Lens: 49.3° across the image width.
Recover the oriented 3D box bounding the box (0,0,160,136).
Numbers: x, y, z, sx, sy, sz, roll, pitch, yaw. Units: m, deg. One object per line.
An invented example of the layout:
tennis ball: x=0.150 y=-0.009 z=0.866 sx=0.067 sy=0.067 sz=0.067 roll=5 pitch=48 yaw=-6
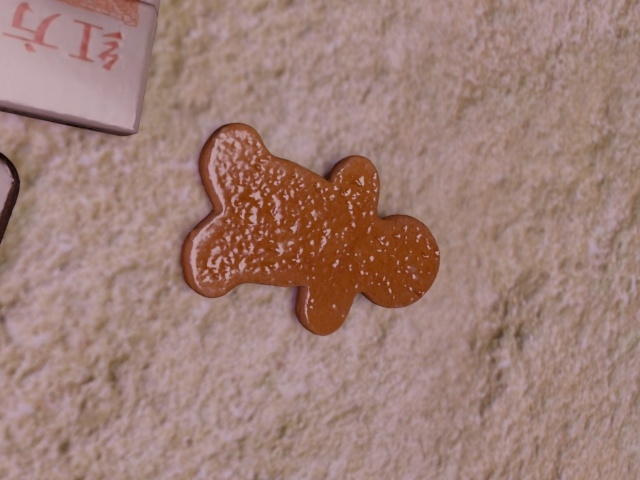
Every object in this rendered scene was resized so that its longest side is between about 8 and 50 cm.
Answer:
box: x=-0.199 y=-0.270 z=0.475 sx=0.204 sy=0.051 sz=0.366 roll=9 pitch=90 yaw=-31

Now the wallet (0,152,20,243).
wallet: x=-0.331 y=-0.037 z=0.433 sx=0.255 sy=0.031 sz=0.137 roll=20 pitch=84 yaw=-30

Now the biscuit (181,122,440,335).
biscuit: x=0.000 y=0.000 z=0.627 sx=0.250 sy=0.036 sz=0.166 roll=14 pitch=88 yaw=-27
